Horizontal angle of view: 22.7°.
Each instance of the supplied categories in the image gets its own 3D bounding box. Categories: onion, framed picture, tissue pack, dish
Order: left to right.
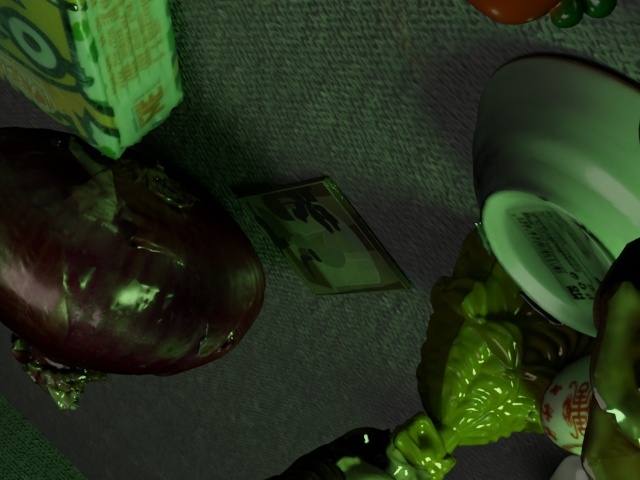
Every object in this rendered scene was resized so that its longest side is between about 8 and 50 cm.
[{"bbox_3d":[-0.250,-0.244,1.455,0.228,0.128,0.311,36,156,22],"label":"tissue pack"},{"bbox_3d":[-0.236,0.038,1.635,0.348,0.285,0.347,24,-169,-5],"label":"onion"},{"bbox_3d":[0.000,0.000,1.586,0.136,0.010,0.201,53,158,-14],"label":"framed picture"},{"bbox_3d":[0.191,-0.004,1.143,0.260,0.085,0.260,37,156,19],"label":"dish"}]

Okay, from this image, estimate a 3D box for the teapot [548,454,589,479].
[{"bbox_3d":[0.231,0.312,1.549,0.204,0.139,0.298,12,152,-2],"label":"teapot"}]

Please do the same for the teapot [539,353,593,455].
[{"bbox_3d":[0.251,0.141,1.238,0.159,0.116,0.245,-2,164,10],"label":"teapot"}]

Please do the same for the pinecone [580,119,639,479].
[{"bbox_3d":[0.319,0.053,0.694,0.384,0.384,0.384,38,156,20],"label":"pinecone"}]

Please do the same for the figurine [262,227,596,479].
[{"bbox_3d":[0.086,0.160,1.300,0.168,0.315,0.187,35,156,26],"label":"figurine"}]

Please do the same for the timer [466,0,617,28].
[{"bbox_3d":[0.125,-0.175,0.946,0.136,0.099,0.136,48,169,12],"label":"timer"}]
